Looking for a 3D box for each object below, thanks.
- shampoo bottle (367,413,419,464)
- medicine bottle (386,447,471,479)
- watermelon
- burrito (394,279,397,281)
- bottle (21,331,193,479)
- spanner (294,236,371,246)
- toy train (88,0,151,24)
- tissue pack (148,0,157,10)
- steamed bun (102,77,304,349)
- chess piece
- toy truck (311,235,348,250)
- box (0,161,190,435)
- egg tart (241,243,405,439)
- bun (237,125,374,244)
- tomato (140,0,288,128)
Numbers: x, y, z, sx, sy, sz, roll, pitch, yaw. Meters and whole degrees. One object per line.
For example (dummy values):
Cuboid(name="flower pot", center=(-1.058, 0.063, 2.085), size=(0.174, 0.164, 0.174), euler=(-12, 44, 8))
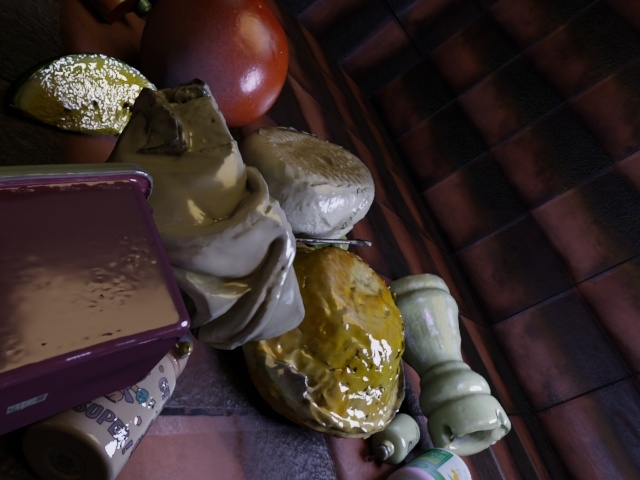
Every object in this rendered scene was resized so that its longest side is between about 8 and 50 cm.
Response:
Cuboid(name="shampoo bottle", center=(0.155, 0.430, 1.006), size=(0.162, 0.079, 0.079), euler=(8, 53, -63))
Cuboid(name="medicine bottle", center=(0.205, 0.508, 0.934), size=(0.274, 0.133, 0.133), euler=(17, 45, -57))
Cuboid(name="watermelon", center=(-0.373, -0.235, 0.792), size=(0.301, 0.123, 0.129), euler=(-1, 82, -63))
Cuboid(name="burrito", center=(0.353, 0.252, 1.604), size=(0.190, 0.135, 0.332), euler=(42, 22, -18))
Cuboid(name="bottle", center=(-0.218, 0.167, 0.534), size=(0.097, 0.110, 0.209), euler=(57, 22, -14))
Cuboid(name="spanner", center=(0.000, 0.000, 0.958), size=(0.254, 0.054, 0.015), euler=(3, 93, -32))
Cuboid(name="toy train", center=(-0.500, -0.603, 1.009), size=(0.285, 0.116, 0.177), euler=(50, 35, -19))
Cuboid(name="tissue pack", center=(-0.372, -0.676, 1.255), size=(0.287, 0.206, 0.198), euler=(54, 13, -12))
Cuboid(name="steamed bun", center=(-0.196, -0.007, 0.665), size=(0.394, 0.237, 0.346), euler=(67, -18, -10))
Cuboid(name="chess piece", center=(0.308, 0.313, 1.227), size=(0.234, 0.234, 0.442), euler=(38, 23, -40))
Cuboid(name="toy truck", center=(0.005, -0.038, 1.276), size=(0.191, 0.116, 0.085), euler=(59, 23, 7))
Cuboid(name="box", center=(-0.262, 0.059, 0.376), size=(0.294, 0.193, 0.167), euler=(-13, 66, -44))
Cuboid(name="egg tart", center=(0.033, 0.159, 0.925), size=(0.443, 0.178, 0.443), euler=(33, 31, -23))
Cuboid(name="bun", center=(-0.049, -0.115, 1.087), size=(0.359, 0.211, 0.360), euler=(18, 25, -9))
Cuboid(name="tomato", center=(-0.230, -0.389, 1.013), size=(0.321, 0.321, 0.321), euler=(45, 25, -28))
